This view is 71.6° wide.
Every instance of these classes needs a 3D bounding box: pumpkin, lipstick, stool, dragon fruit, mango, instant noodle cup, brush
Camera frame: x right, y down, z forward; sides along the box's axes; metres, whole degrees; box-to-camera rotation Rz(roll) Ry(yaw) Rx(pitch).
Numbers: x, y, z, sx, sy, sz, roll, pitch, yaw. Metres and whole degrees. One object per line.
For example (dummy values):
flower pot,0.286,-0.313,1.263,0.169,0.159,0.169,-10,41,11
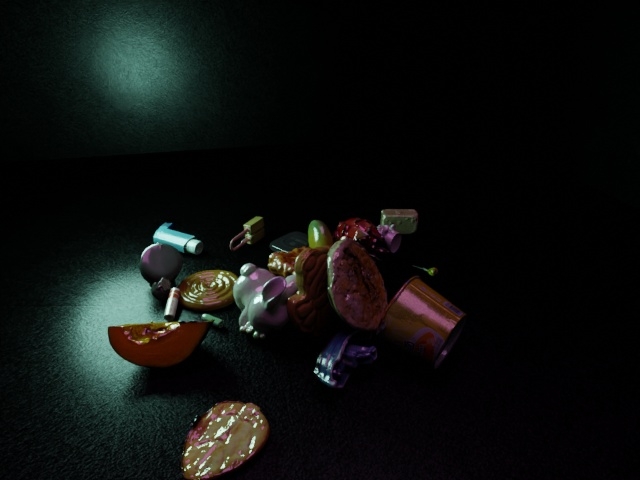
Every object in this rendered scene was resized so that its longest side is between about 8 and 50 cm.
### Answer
pumpkin,-0.503,0.330,1.436,0.313,0.148,0.169,1,-11,-8
lipstick,-0.544,0.233,1.629,0.039,0.038,0.130,-1,41,-5
stool,-0.636,0.122,1.735,0.154,0.139,0.227,22,57,-18
dragon fruit,0.175,-0.004,1.956,0.274,0.192,0.193,10,52,18
mango,0.000,0.000,1.952,0.092,0.130,0.194,-8,68,-31
instant noodle cup,0.332,0.273,1.427,0.200,0.264,0.264,30,40,27
brush,-0.346,-0.020,2.051,0.047,0.103,0.233,14,33,27

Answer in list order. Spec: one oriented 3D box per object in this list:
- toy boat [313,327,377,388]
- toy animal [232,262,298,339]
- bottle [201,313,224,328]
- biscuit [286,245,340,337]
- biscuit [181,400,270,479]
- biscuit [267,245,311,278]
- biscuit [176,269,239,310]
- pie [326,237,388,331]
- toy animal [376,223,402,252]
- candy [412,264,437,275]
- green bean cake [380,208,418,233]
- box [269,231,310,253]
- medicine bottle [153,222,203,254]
toy boat,0.092,0.355,1.366,0.143,0.128,0.309,0,20,29
toy animal,-0.183,0.202,1.534,0.183,0.247,0.310,0,15,-27
bottle,-0.383,0.285,1.576,0.083,0.030,0.030,16,32,26
biscuit,0.013,0.169,1.500,0.057,0.311,0.351,15,-12,37
biscuit,-0.253,0.521,1.158,0.203,0.041,0.260,21,35,25
biscuit,-0.031,0.123,1.738,0.312,0.110,0.318,25,21,35
biscuit,-0.435,0.188,1.742,0.262,0.037,0.262,1,29,0
pie,0.127,0.142,1.450,0.077,0.339,0.339,-23,16,32
toy animal,0.268,-0.035,2.083,0.221,0.130,0.104,24,51,39
candy,0.448,0.122,1.907,0.035,0.035,0.123,-22,29,-40
green bean cake,0.389,-0.093,2.201,0.179,0.109,0.085,2,29,-1
box,-0.106,0.018,2.051,0.213,0.042,0.201,23,38,32
medicine bottle,-0.648,-0.004,2.029,0.259,0.079,0.124,16,32,23
